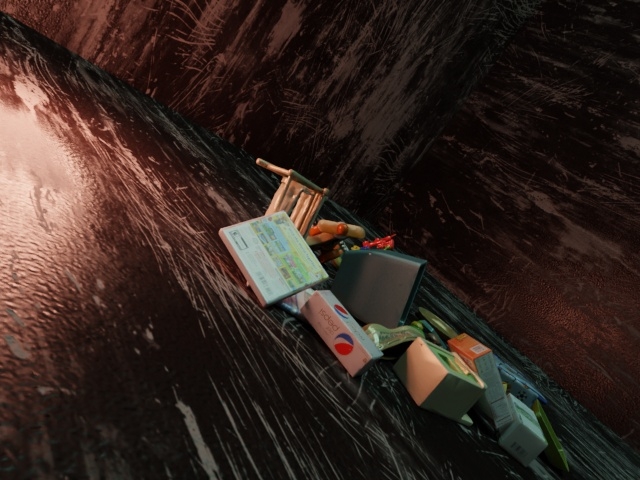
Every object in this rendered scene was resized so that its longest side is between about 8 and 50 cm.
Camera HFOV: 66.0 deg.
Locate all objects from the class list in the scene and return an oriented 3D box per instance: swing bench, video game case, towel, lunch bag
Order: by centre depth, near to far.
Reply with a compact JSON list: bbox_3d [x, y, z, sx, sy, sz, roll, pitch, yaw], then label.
[{"bbox_3d":[-0.116,0.039,1.248,0.206,0.026,0.227,-20,68,-39],"label":"video game case"},{"bbox_3d":[-0.072,0.146,1.322,0.285,0.034,0.209,34,11,-13],"label":"towel"},{"bbox_3d":[-0.108,-0.074,1.481,0.165,0.253,0.255,26,3,39],"label":"swing bench"},{"bbox_3d":[0.707,0.535,1.908,0.303,0.115,0.243,38,8,5],"label":"lunch bag"}]

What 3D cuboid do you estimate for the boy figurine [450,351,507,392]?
[{"bbox_3d":[0.545,0.463,1.714,0.178,0.092,0.285,11,15,-11],"label":"boy figurine"}]

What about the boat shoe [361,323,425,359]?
[{"bbox_3d":[0.212,0.303,1.395,0.285,0.104,0.089,13,28,-41],"label":"boat shoe"}]

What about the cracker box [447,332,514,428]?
[{"bbox_3d":[0.464,0.404,1.434,0.156,0.067,0.232,-147,-144,-75],"label":"cracker box"}]

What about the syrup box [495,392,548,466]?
[{"bbox_3d":[0.583,0.554,1.461,0.093,0.096,0.237,40,10,9],"label":"syrup box"}]

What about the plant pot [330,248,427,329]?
[{"bbox_3d":[0.183,0.143,1.631,0.253,0.246,0.248,21,6,17],"label":"plant pot"}]

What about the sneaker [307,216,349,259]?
[{"bbox_3d":[0.058,0.015,2.065,0.302,0.121,0.108,35,10,-8],"label":"sneaker"}]

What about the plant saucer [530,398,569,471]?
[{"bbox_3d":[0.728,0.629,1.592,0.188,0.045,0.188,66,18,12],"label":"plant saucer"}]

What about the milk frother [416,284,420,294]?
[{"bbox_3d":[0.444,0.211,2.573,0.134,0.129,0.143,49,-27,49],"label":"milk frother"}]

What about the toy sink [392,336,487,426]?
[{"bbox_3d":[0.343,0.383,1.343,0.234,0.131,0.152,31,12,-31],"label":"toy sink"}]

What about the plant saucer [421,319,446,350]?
[{"bbox_3d":[0.437,0.364,1.890,0.067,0.018,0.192,47,-3,45],"label":"plant saucer"}]

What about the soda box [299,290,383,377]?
[{"bbox_3d":[0.049,0.222,1.195,0.216,0.074,0.069,49,19,25],"label":"soda box"}]

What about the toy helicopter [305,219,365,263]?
[{"bbox_3d":[0.000,0.000,1.755,0.355,0.235,0.140,-12,80,-53],"label":"toy helicopter"}]

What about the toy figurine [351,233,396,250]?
[{"bbox_3d":[0.226,0.129,1.953,0.362,0.191,0.217,-45,118,-72],"label":"toy figurine"}]

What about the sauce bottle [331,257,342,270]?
[{"bbox_3d":[0.085,0.109,1.966,0.042,0.042,0.128,28,18,-38],"label":"sauce bottle"}]

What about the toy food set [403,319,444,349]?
[{"bbox_3d":[0.388,0.356,1.769,0.128,0.071,0.218,29,13,-34],"label":"toy food set"}]

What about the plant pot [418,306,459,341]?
[{"bbox_3d":[0.524,0.384,2.192,0.236,0.032,0.236,35,10,-7],"label":"plant pot"}]
